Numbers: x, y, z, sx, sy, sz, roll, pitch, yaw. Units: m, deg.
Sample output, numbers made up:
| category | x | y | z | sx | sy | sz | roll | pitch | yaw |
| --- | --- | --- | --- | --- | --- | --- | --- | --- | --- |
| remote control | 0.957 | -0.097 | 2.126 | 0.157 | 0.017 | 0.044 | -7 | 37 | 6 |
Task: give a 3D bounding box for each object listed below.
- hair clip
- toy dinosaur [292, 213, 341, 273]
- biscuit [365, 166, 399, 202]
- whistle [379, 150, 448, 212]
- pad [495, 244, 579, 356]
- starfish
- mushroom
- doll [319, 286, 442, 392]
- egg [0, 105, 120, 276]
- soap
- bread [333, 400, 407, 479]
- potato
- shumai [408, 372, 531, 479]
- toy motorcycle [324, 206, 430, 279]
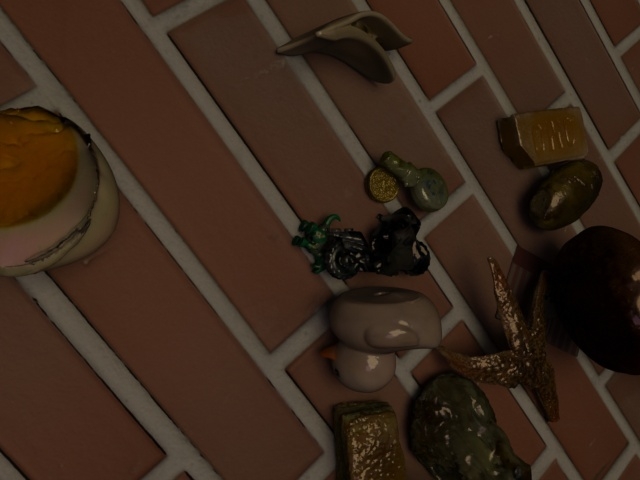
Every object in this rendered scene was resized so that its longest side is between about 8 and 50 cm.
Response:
| category | x | y | z | sx | sy | sz | roll | pitch | yaw |
| --- | --- | --- | --- | --- | --- | --- | --- | --- | --- |
| hair clip | 0.074 | -0.421 | 1.127 | 0.282 | 0.173 | 0.113 | 10 | 90 | -32 |
| toy dinosaur | 0.000 | 0.000 | 1.121 | 0.096 | 0.059 | 0.132 | 33 | 83 | -27 |
| biscuit | 0.140 | -0.126 | 1.203 | 0.084 | 0.023 | 0.083 | 2 | 86 | -24 |
| whistle | 0.210 | -0.135 | 1.207 | 0.198 | 0.057 | 0.104 | 29 | 57 | -26 |
| pad | 0.595 | 0.162 | 1.392 | 0.300 | 0.005 | 0.202 | 26 | 76 | -20 |
| starfish | 0.463 | 0.246 | 1.269 | 0.399 | 0.132 | 0.383 | 9 | 80 | -26 |
| mushroom | 0.677 | 0.136 | 1.255 | 0.239 | 0.345 | 0.344 | 15 | 81 | -12 |
| doll | 0.121 | 0.207 | 1.086 | 0.251 | 0.221 | 0.220 | -5 | 88 | 3 |
| egg | -0.462 | -0.068 | 0.866 | 0.287 | 0.174 | 0.264 | 26 | 78 | 7 |
| soap | 0.575 | -0.264 | 1.375 | 0.232 | 0.073 | 0.140 | -11 | 90 | -23 |
| bread | 0.101 | 0.439 | 1.106 | 0.138 | 0.102 | 0.196 | -1 | 86 | -26 |
| potato | 0.627 | -0.115 | 1.363 | 0.251 | 0.113 | 0.149 | -36 | 123 | -26 |
| shumai | 0.333 | 0.429 | 1.156 | 0.222 | 0.204 | 0.271 | -36 | 97 | -22 |
| toy motorcycle | 0.129 | 0.004 | 1.142 | 0.271 | 0.106 | 0.158 | 1 | 89 | -30 |
